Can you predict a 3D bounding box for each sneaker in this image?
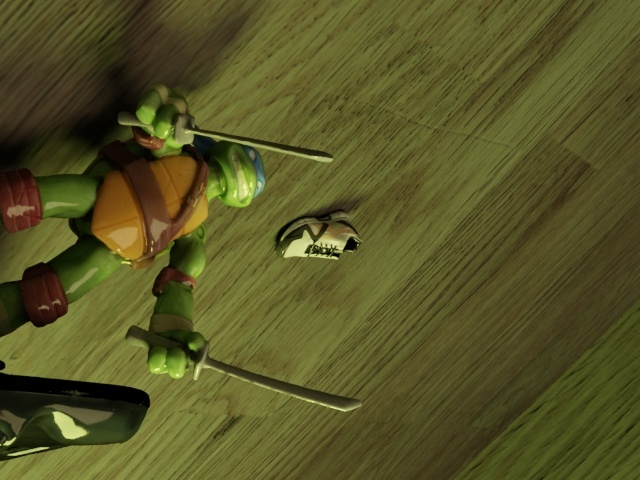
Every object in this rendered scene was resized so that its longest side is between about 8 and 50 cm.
[{"bbox_3d":[0.000,0.000,1.449,0.109,0.043,0.040,-17,149,-41],"label":"sneaker"}]

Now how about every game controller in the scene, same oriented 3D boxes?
[{"bbox_3d":[-0.266,0.138,1.052,0.166,0.067,0.319,0,168,-41],"label":"game controller"}]

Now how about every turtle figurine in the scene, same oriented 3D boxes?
[{"bbox_3d":[-0.134,0.001,0.995,0.266,0.274,0.197,-18,144,-20],"label":"turtle figurine"}]
